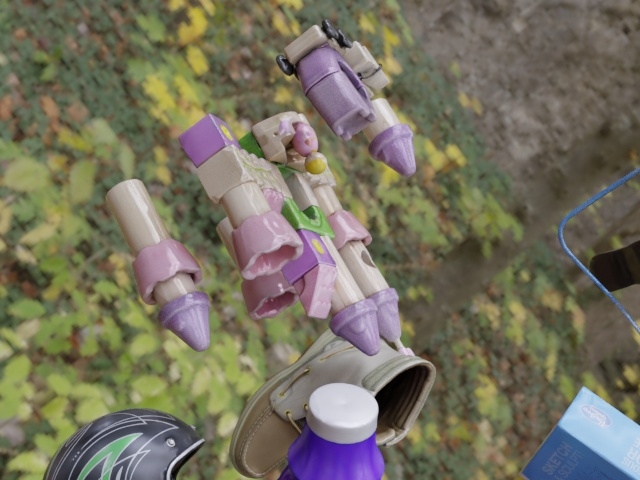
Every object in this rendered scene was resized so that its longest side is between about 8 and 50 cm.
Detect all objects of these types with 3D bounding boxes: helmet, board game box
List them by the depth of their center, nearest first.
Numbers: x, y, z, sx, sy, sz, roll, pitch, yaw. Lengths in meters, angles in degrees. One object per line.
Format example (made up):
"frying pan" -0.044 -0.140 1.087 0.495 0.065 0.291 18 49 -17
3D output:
"helmet" -0.192 0.249 1.170 0.169 0.169 0.162 56 22 -78
"board game box" 0.328 0.329 1.342 0.242 0.064 0.316 35 -36 13

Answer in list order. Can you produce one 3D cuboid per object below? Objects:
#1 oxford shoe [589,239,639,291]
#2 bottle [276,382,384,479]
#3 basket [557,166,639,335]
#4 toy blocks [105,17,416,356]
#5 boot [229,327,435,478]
"oxford shoe" 0.454 0.025 1.580 0.212 0.076 0.076 -6 -78 64
"bottle" 0.008 0.272 1.172 0.092 0.118 0.283 -66 166 -58
"basket" 0.465 -0.006 1.416 0.255 0.289 0.201 50 14 8
"toy blocks" 0.000 0.000 1.201 0.260 0.309 0.288 60 19 21
"boot" 0.010 0.183 1.233 0.077 0.213 0.165 51 -13 -28
